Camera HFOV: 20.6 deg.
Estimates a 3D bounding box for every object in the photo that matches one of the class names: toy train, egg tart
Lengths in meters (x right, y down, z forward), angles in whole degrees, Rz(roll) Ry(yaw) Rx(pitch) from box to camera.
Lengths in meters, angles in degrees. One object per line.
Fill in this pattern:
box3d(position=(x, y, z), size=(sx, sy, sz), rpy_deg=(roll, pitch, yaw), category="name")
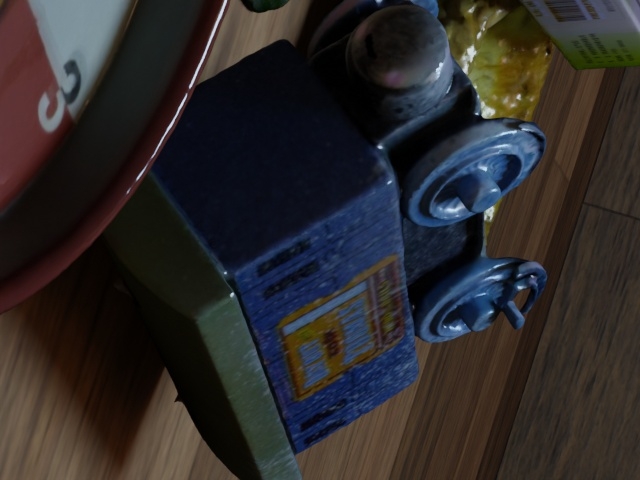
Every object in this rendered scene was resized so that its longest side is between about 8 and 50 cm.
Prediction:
box3d(position=(0.000, 0.000, 0.868), size=(0.202, 0.131, 0.300), rpy_deg=(-31, 155, -8), category="toy train")
box3d(position=(0.061, -0.076, 1.142), size=(0.294, 0.123, 0.294), rpy_deg=(20, 90, -75), category="egg tart")

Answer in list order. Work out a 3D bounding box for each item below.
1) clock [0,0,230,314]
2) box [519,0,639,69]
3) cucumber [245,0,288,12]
box3d(position=(-0.110, -0.119, 0.498), size=(0.318, 0.080, 0.318), rpy_deg=(-50, 148, -47), category="clock")
box3d(position=(0.158, -0.212, 1.046), size=(0.260, 0.062, 0.175), rpy_deg=(19, 70, -72), category="box")
box3d(position=(-0.017, -0.156, 0.912), size=(0.107, 0.035, 0.067), rpy_deg=(81, 28, -64), category="cucumber")
